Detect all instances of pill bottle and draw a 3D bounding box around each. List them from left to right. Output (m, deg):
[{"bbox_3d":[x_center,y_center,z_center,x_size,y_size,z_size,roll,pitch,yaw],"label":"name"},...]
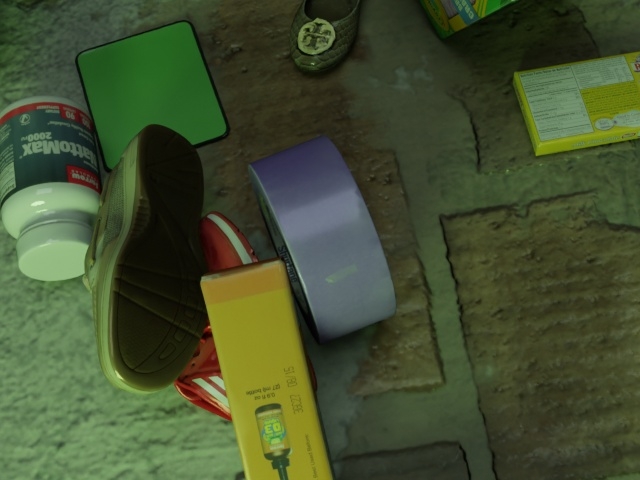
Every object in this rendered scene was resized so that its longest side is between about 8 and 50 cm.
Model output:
[{"bbox_3d":[-0.287,-0.054,1.006,0.108,0.108,0.180,-14,63,-3],"label":"pill bottle"}]

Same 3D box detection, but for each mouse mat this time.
[{"bbox_3d":[-0.202,-0.175,1.120,0.152,0.007,0.190,-18,64,-5],"label":"mouse mat"}]

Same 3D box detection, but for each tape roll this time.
[{"bbox_3d":[0.000,0.000,0.909,0.080,0.189,0.189,-21,63,-6],"label":"tape roll"}]

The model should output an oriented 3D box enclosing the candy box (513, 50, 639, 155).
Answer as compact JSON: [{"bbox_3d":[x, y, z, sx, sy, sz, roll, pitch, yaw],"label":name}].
[{"bbox_3d":[0.329,-0.159,1.057,0.206,0.027,0.105,-9,60,-1],"label":"candy box"}]

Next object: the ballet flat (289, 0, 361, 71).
[{"bbox_3d":[0.025,-0.312,1.144,0.084,0.058,0.250,17,65,14],"label":"ballet flat"}]

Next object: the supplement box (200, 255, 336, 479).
[{"bbox_3d":[-0.043,0.135,0.849,0.078,0.080,0.233,-12,90,-1],"label":"supplement box"}]

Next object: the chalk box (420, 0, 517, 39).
[{"bbox_3d":[0.195,-0.351,1.058,0.180,0.289,0.179,-29,97,-8],"label":"chalk box"}]

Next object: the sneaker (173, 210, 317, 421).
[{"bbox_3d":[-0.105,0.079,0.935,0.128,0.087,0.221,-27,62,-11],"label":"sneaker"}]

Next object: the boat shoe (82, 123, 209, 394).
[{"bbox_3d":[-0.178,0.023,0.924,0.098,0.109,0.302,-34,44,34],"label":"boat shoe"}]
